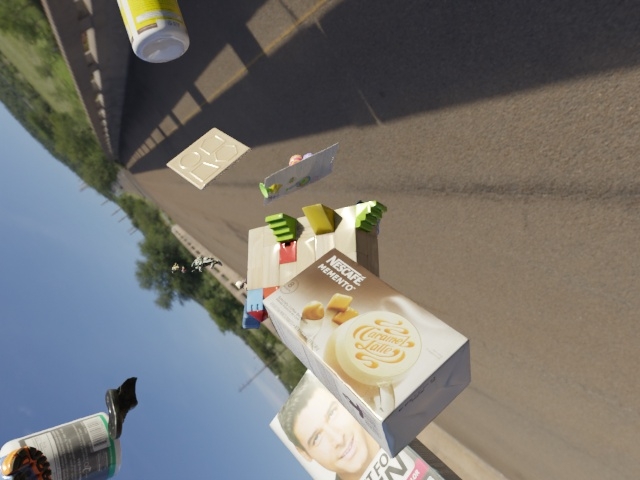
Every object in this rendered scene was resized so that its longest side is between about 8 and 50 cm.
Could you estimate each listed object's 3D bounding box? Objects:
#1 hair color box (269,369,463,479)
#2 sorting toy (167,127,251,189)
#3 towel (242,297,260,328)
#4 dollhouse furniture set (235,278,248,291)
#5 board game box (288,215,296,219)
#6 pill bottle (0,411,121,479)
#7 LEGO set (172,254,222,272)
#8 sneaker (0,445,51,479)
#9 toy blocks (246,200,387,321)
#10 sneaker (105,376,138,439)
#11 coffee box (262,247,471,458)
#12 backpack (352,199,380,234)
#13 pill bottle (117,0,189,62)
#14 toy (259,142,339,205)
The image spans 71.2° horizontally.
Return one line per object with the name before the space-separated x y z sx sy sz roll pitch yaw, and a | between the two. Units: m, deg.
hair color box | 0.082 0.439 0.924 0.375 0.185 0.114 34 179 40
sorting toy | -0.331 -0.243 1.334 0.208 0.193 0.038 32 157 35
towel | -0.248 0.266 1.637 0.029 0.067 0.119 -129 46 -69
dollhouse furniture set | -0.206 0.134 1.486 0.081 0.114 0.091 37 174 13
board game box | 0.000 0.000 1.313 0.194 0.045 0.147 26 177 28
pill bottle | -0.799 0.659 1.305 0.204 0.361 0.204 5 98 46
LEGO set | -0.211 0.037 0.761 0.054 0.083 0.023 22 118 60
sneaker | -0.446 0.414 0.683 0.083 0.087 0.221 -74 -28 -76
toy blocks | -0.022 0.087 0.968 0.382 0.260 0.191 -11 162 34
sneaker | -0.557 0.474 1.272 0.089 0.051 0.170 17 -142 -48
coffee box | 0.053 0.131 0.590 0.247 0.141 0.098 36 153 44
backpack | 0.128 -0.045 1.543 0.173 0.158 0.116 25 -128 -50
pill bottle | -0.361 -0.498 0.937 0.117 0.117 0.214 154 98 -77
toy | -0.065 -0.195 1.236 0.056 0.237 0.136 50 157 17
